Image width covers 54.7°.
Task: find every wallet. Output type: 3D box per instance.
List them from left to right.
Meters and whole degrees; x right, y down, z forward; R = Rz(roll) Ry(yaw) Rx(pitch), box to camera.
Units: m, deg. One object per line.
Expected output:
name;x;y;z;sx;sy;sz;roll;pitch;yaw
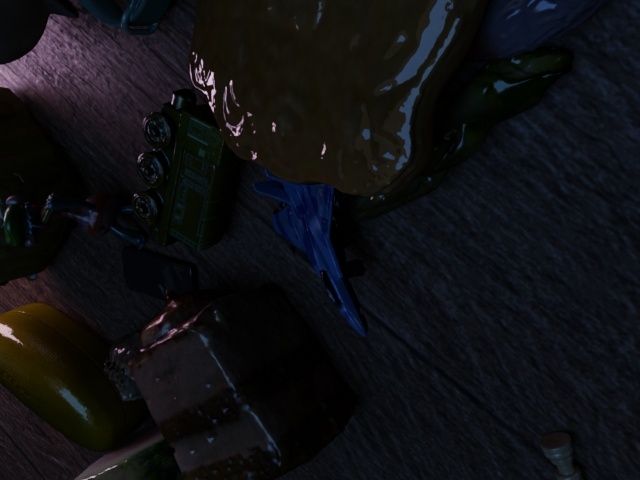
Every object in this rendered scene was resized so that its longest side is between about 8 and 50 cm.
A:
wallet;-0.261;0.059;1.004;0.156;0.018;0.082;15;116;28

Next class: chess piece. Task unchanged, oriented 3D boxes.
chess piece;0.283;0.267;0.707;0.035;0.035;0.092;-17;101;37

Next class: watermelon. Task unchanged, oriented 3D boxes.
watermelon;-0.256;0.423;1.046;0.310;0.232;0.193;-23;93;-7

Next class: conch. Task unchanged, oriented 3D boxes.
conch;-0.267;0.198;1.029;0.155;0.130;0.207;32;104;-19

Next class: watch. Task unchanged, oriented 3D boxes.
watch;-0.262;-0.393;0.806;0.195;0.068;0.237;11;110;28

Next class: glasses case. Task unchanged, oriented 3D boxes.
glasses case;-0.497;0.245;1.157;0.371;0.141;0.173;26;120;23

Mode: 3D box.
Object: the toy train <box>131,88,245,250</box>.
toy train;-0.177;-0.086;0.848;0.137;0.090;0.226;29;122;18

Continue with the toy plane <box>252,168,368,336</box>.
toy plane;0.006;-0.002;0.747;0.247;0.078;0.169;58;144;8

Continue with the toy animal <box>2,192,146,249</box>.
toy animal;-0.368;-0.034;0.943;0.103;0.208;0.100;135;137;-60

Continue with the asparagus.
asparagus;0.124;-0.107;0.646;0.080;0.080;0.287;51;127;7

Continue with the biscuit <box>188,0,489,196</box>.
biscuit;-0.015;-0.242;0.628;0.385;0.062;0.365;32;116;37

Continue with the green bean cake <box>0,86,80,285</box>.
green bean cake;-0.596;-0.080;1.063;0.285;0.202;0.310;49;127;12

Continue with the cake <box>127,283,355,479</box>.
cake;-0.117;0.176;0.849;0.198;0.196;0.293;-35;82;36

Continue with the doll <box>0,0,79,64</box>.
doll;-0.555;-0.289;0.855;0.370;0.226;0.215;-45;75;-3

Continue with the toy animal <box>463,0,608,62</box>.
toy animal;0.213;-0.235;0.525;0.323;0.090;0.195;21;112;27
